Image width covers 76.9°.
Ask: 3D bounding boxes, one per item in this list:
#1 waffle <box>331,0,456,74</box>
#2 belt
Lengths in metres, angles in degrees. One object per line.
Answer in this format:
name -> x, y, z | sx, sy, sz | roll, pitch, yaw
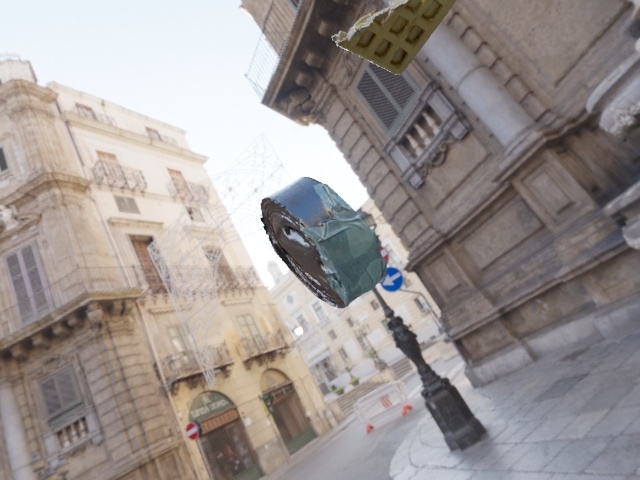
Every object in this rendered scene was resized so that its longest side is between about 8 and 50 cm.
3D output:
waffle -> 0.114, -0.314, 0.517 | 0.125, 0.032, 0.191 | 16, -41, -23
belt -> 0.000, 0.000, 0.527 | 0.078, 0.198, 0.151 | -33, -38, -22
